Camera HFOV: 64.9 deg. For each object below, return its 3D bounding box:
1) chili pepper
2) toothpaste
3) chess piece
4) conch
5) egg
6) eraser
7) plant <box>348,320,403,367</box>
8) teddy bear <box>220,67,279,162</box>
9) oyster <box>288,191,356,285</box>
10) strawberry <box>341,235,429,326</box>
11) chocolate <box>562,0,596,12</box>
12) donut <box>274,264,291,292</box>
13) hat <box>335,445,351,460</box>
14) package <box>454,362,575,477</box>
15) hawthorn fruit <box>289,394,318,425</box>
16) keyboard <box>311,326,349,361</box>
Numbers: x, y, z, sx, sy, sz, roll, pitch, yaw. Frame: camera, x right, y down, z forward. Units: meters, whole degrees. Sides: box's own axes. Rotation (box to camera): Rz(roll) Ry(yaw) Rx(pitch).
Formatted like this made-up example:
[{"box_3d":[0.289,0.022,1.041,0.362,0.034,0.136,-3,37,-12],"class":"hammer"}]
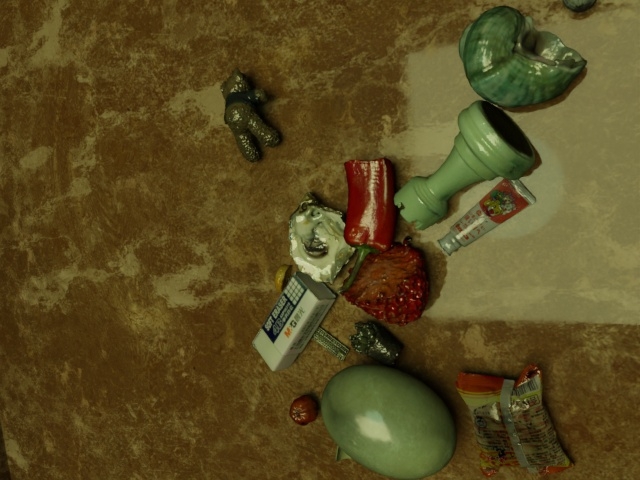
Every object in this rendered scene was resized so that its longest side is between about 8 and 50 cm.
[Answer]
[{"box_3d":[0.125,-0.034,1.272,0.135,0.131,0.338,0,88,24],"class":"chili pepper"},{"box_3d":[0.385,-0.053,1.197,0.234,0.057,0.089,-41,77,19],"class":"toothpaste"},{"box_3d":[0.310,-0.153,1.152,0.299,0.195,0.194,-43,78,36],"class":"chess piece"},{"box_3d":[0.398,-0.393,1.067,0.277,0.220,0.195,41,160,41],"class":"conch"},{"box_3d":[0.169,0.453,1.275,0.352,0.258,0.258,22,108,20],"class":"egg"},{"box_3d":[-0.081,0.234,1.465,0.130,0.086,0.287,46,117,29],"class":"eraser"},{"box_3d":[0.148,0.273,1.354,0.143,0.092,0.094,30,118,12],"class":"plant"},{"box_3d":[-0.214,-0.356,1.418,0.182,0.129,0.251,-24,87,27],"class":"teddy bear"},{"box_3d":[0.000,0.000,1.390,0.214,0.083,0.222,32,112,21],"class":"oyster"},{"box_3d":[0.184,0.126,1.286,0.234,0.233,0.178,-15,123,29],"class":"strawberry"},{"box_3d":[0.510,-0.547,1.031,0.072,0.072,0.167,-29,87,29],"class":"chocolate"},{"box_3d":[-0.112,0.117,1.501,0.038,0.067,0.083,15,137,19],"class":"donut"},{"box_3d":[0.102,0.566,1.446,0.123,0.081,0.166,3,115,-16],"class":"hat"},{"box_3d":[0.453,0.443,1.209,0.223,0.108,0.287,-18,92,31],"class":"package"},{"box_3d":[-0.046,0.504,1.499,0.093,0.093,0.093,5,101,28],"class":"hawthorn fruit"},{"box_3d":[0.023,0.296,1.465,0.129,0.015,0.049,35,112,19],"class":"keyboard"}]
